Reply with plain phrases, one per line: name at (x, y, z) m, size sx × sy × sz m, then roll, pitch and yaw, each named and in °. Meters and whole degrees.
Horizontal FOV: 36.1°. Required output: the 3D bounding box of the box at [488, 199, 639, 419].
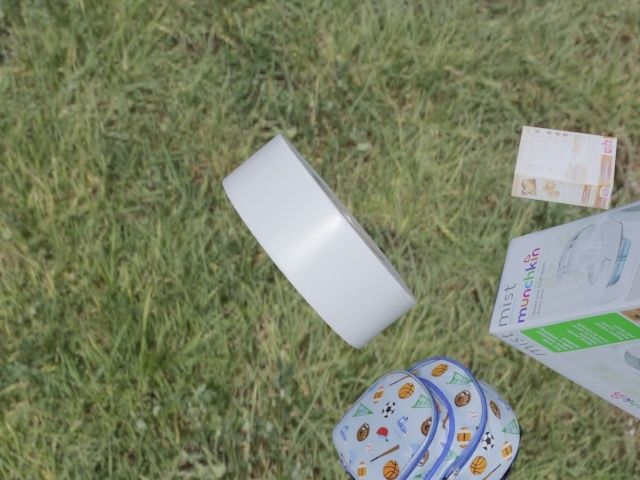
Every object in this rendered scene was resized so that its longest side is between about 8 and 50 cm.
box at (0.354, 0.080, 1.025) m, size 0.262 × 0.231 × 0.126 m, roll 30°, pitch 63°, yaw -24°

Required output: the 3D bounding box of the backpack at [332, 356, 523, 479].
backpack at (0.168, 0.314, 1.535) m, size 0.263 × 0.213 × 0.276 m, roll -45°, pitch 38°, yaw 1°

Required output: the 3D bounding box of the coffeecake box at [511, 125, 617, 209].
coffeecake box at (0.479, -0.144, 1.926) m, size 0.186 × 0.068 × 0.142 m, roll 9°, pitch 49°, yaw 12°

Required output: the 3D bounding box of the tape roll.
tape roll at (0.000, 0.000, 1.269) m, size 0.100 × 0.286 × 0.286 m, roll -40°, pitch 63°, yaw 4°
